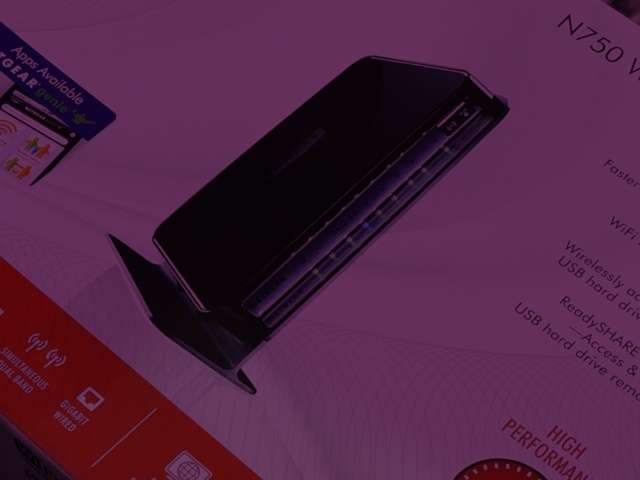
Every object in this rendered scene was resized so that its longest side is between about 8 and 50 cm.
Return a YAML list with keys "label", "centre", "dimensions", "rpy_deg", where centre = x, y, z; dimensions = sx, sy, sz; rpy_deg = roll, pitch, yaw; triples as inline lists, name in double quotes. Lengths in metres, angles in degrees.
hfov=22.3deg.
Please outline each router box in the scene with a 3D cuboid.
- label: "router box"
  centre: [0.000, 0.000, 0.644]
  dimensions: [0.335, 0.082, 0.301]
  rpy_deg: [37, 62, 19]
